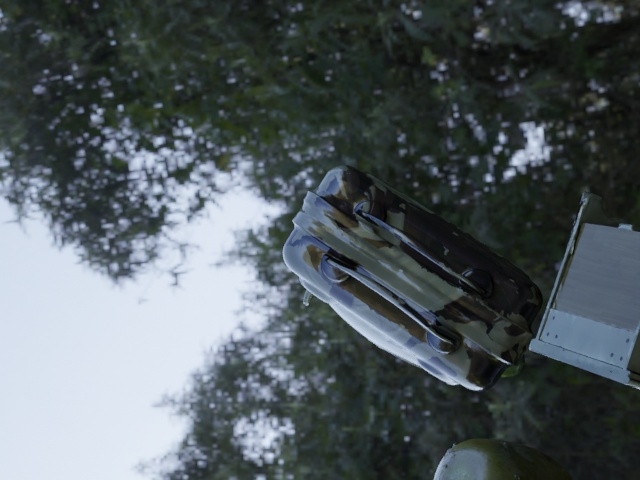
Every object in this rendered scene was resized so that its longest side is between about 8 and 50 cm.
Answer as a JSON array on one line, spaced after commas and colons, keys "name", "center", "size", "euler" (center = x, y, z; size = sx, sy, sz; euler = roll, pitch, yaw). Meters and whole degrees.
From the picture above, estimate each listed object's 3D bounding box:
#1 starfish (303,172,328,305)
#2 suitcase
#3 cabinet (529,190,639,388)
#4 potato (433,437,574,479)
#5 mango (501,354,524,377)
[{"name": "starfish", "center": [0.002, 0.000, 1.784], "size": [0.217, 0.050, 0.223], "euler": [-106, 28, -71]}, {"name": "suitcase", "center": [0.115, 0.054, 1.455], "size": [0.194, 0.351, 0.339], "euler": [-58, -10, 3]}, {"name": "cabinet", "center": [0.583, 0.101, 1.980], "size": [0.227, 0.290, 0.318], "euler": [19, -92, -24]}, {"name": "potato", "center": [0.383, 0.524, 2.280], "size": [0.359, 0.270, 0.219], "euler": [11, -64, -49]}, {"name": "mango", "center": [0.240, 0.154, 1.755], "size": [0.130, 0.195, 0.092], "euler": [-1, -66, -44]}]
